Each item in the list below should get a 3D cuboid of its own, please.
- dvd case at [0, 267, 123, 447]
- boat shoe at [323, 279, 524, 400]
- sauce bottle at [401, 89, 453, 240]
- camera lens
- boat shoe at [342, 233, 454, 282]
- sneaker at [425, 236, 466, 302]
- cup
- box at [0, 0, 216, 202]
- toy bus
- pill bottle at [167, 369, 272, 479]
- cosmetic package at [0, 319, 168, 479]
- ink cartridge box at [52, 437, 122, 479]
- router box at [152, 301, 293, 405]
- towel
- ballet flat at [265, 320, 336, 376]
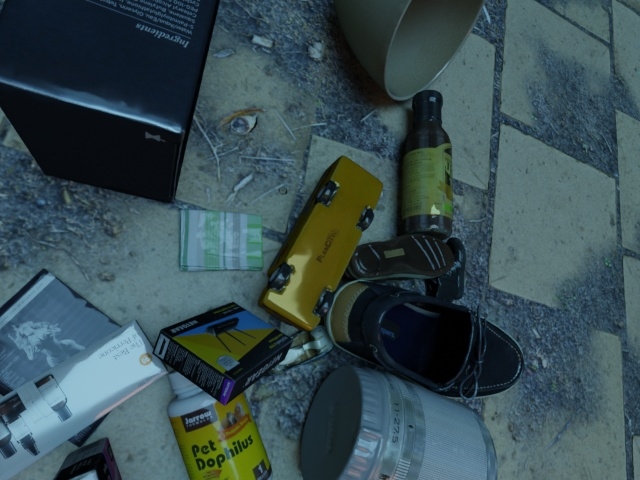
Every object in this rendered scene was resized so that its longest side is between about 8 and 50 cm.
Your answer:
[{"bbox_3d":[-0.390,0.175,0.617,0.221,0.018,0.164,42,67,-10],"label":"dvd case"},{"bbox_3d":[0.242,0.207,0.785,0.500,0.156,0.187,24,78,-26],"label":"boat shoe"},{"bbox_3d":[0.239,-0.171,0.916,0.111,0.111,0.344,9,76,-21],"label":"sauce bottle"},{"bbox_3d":[0.132,0.352,0.689,0.274,0.219,0.219,26,69,-16],"label":"camera lens"},{"bbox_3d":[0.152,0.042,0.840,0.257,0.095,0.095,1,69,-27],"label":"boat shoe"},{"bbox_3d":[0.272,0.077,0.903,0.089,0.051,0.170,0,88,-25],"label":"sneaker"},{"bbox_3d":[0.167,-0.512,0.879,0.331,0.331,0.237,-37,68,-26],"label":"cup"},{"bbox_3d":[-0.282,-0.300,0.621,0.212,0.293,0.395,12,73,-20],"label":"box"},{"bbox_3d":[0.000,0.000,0.763,0.108,0.130,0.332,34,67,-14],"label":"toy bus"},{"bbox_3d":[-0.161,0.292,0.633,0.117,0.117,0.215,-19,86,-26],"label":"pill bottle"},{"bbox_3d":[-0.351,0.219,0.581,0.239,0.060,0.099,-33,94,-25],"label":"cosmetic package"},{"bbox_3d":[-0.251,0.459,0.523,0.069,0.176,0.371,-17,85,-26],"label":"ink cartridge box"},{"bbox_3d":[-0.139,0.161,0.625,0.133,0.179,0.046,28,104,17],"label":"router box"},{"bbox_3d":[-0.179,-0.001,0.746,0.152,0.023,0.113,2,78,-23],"label":"towel"},{"bbox_3d":[-0.029,0.197,0.742,0.188,0.070,0.070,-21,87,-26],"label":"ballet flat"}]
